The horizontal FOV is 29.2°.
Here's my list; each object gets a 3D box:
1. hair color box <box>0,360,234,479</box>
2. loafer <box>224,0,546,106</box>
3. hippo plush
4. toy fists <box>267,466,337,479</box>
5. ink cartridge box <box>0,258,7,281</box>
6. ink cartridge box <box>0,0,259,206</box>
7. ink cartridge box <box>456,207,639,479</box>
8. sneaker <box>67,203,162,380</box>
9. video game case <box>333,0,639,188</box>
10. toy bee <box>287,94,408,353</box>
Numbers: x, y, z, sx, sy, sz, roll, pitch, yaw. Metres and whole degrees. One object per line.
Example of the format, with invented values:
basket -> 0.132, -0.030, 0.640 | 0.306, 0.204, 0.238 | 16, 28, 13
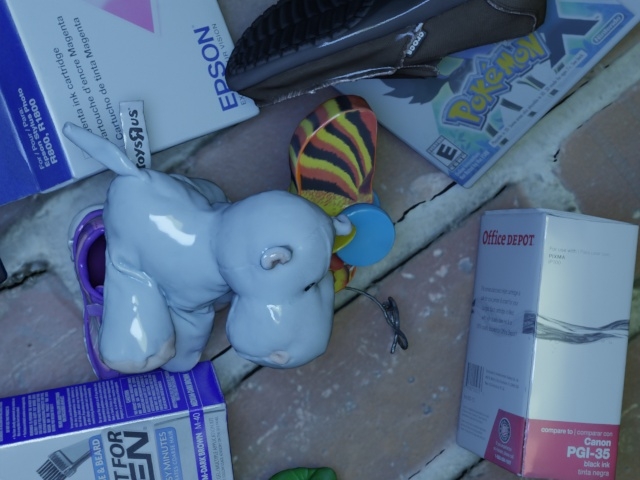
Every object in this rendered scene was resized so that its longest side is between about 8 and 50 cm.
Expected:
hair color box -> -0.263, 0.256, 1.299 | 0.339, 0.110, 0.185 | -9, 115, -9
loafer -> 0.073, -0.207, 1.283 | 0.366, 0.134, 0.130 | -17, 128, 19
hippo plush -> -0.081, 0.006, 1.229 | 0.237, 0.234, 0.294 | 4, 109, 22
toy fists -> -0.009, 0.395, 1.377 | 0.142, 0.096, 0.279 | -6, 84, -13
ink cartridge box -> -0.437, 0.031, 1.189 | 0.223, 0.307, 0.129 | -23, 95, -11
ink cartridge box -> -0.262, -0.231, 1.291 | 0.330, 0.071, 0.324 | -25, 96, -33
ink cartridge box -> 0.251, 0.111, 1.376 | 0.117, 0.207, 0.283 | 7, 89, -12
sneaker -> -0.218, 0.076, 1.337 | 0.095, 0.104, 0.236 | -15, 94, -12
video game case -> 0.155, -0.252, 1.341 | 0.300, 0.036, 0.329 | 36, 122, -12
toy bee -> 0.000, 0.000, 1.335 | 0.162, 0.195, 0.298 | -12, 95, -7
